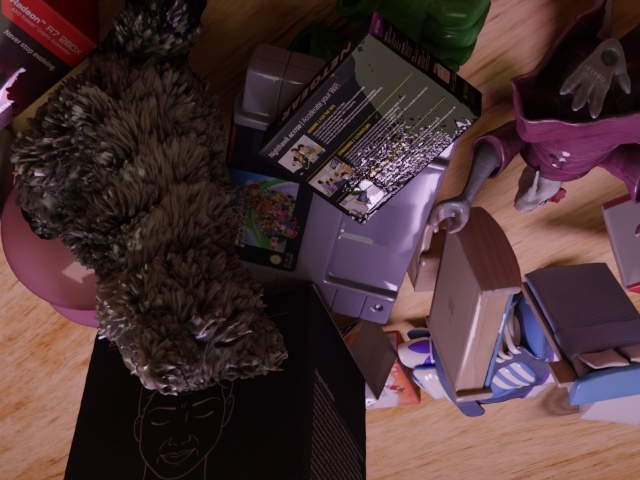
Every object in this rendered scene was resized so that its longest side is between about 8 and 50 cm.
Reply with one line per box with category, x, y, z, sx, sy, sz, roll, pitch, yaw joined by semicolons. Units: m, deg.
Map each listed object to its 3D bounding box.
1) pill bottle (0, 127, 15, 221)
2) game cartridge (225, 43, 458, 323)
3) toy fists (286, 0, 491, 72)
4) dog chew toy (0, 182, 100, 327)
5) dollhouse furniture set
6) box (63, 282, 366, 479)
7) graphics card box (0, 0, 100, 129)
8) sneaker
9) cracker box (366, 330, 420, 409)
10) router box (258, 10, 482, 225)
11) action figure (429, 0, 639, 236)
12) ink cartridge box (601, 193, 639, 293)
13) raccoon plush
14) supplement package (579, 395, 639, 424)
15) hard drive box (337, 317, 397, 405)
pill bottle;-0.491;-0.090;1.195;0.221;0.121;0.121;7;146;-6
game cartridge;0.004;-0.044;1.099;0.230;0.068;0.355;10;140;-4
toy fists;0.065;-0.192;1.027;0.142;0.096;0.279;18;142;-24
dog chew toy;-0.284;0.021;1.288;0.207;0.206;0.332;2;154;1
dollhouse furniture set;0.293;0.034;1.248;0.303;0.286;0.198;-5;134;-12
box;-0.115;0.285;1.135;0.294;0.395;0.212;-13;135;16
graphics card box;-0.432;-0.175;0.989;0.371;0.094;0.233;-34;135;17
sneaker;0.241;0.167;1.522;0.236;0.130;0.322;-1;152;-2
cracker box;0.041;0.231;1.692;0.232;0.067;0.155;-8;144;17
router box;0.045;-0.110;0.944;0.133;0.046;0.179;34;128;-18
action figure;0.262;-0.136;1.057;0.248;0.275;0.370;9;166;0
ink cartridge box;0.493;-0.005;1.191;0.197;0.114;0.273;-24;157;34
raccoon plush;-0.146;-0.062;0.924;0.216;0.299;0.446;-19;137;-27
supplement package;0.494;0.212;1.597;0.105;0.105;0.179;7;146;-6
hard drive box;-0.013;0.221;1.529;0.232;0.181;0.089;-29;96;19
